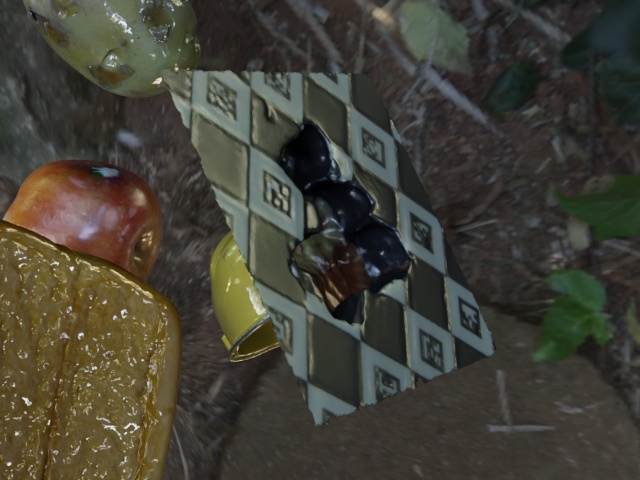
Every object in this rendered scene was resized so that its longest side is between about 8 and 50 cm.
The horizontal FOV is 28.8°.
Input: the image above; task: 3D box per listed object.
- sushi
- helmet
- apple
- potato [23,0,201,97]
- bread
[{"bbox_3d":[0.000,0.000,0.791,0.047,0.231,0.220,-30,79,33],"label":"sushi"},{"bbox_3d":[-0.038,0.027,1.417,0.205,0.257,0.140,-40,78,30],"label":"helmet"},{"bbox_3d":[-0.279,-0.006,1.435,0.199,0.199,0.199,1,85,-9],"label":"apple"},{"bbox_3d":[-0.242,-0.273,1.392,0.165,0.165,0.262,-44,111,-10],"label":"potato"},{"bbox_3d":[-0.301,0.163,1.231,0.328,0.148,0.337,22,66,-42],"label":"bread"}]
